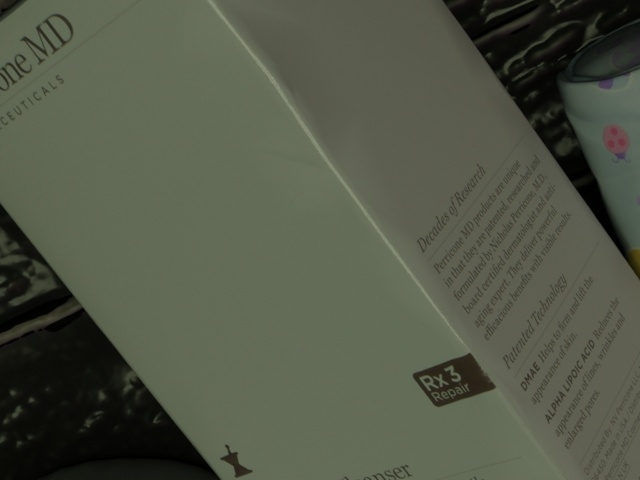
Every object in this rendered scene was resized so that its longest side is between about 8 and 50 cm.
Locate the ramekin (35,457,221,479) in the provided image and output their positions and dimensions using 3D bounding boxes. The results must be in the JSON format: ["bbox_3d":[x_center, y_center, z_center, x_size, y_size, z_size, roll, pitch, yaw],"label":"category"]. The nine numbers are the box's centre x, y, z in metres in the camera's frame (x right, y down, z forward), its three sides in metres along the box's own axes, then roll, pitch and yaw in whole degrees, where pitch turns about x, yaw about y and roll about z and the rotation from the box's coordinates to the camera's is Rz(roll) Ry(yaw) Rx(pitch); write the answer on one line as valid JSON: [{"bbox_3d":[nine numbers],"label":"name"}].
[{"bbox_3d":[-0.119,0.269,0.897,0.277,0.135,0.277,1,106,3],"label":"ramekin"}]

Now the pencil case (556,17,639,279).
[{"bbox_3d":[0.228,0.001,0.812,0.113,0.124,0.273,-8,109,47],"label":"pencil case"}]

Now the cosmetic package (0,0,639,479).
[{"bbox_3d":[0.000,0.000,0.762,0.217,0.156,0.385,-29,105,43],"label":"cosmetic package"}]
